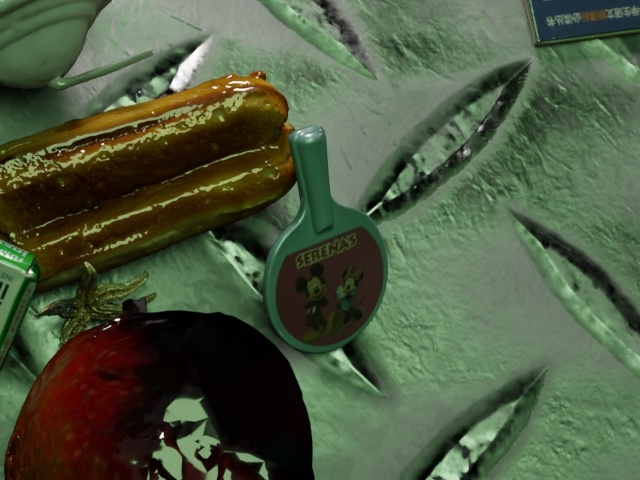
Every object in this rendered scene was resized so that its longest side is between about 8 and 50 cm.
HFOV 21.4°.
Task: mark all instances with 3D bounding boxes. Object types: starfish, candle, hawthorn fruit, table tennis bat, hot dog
[{"bbox_3d":[-0.241,0.076,1.703,0.133,0.041,0.130,13,112,-45],"label":"starfish"},{"bbox_3d":[-0.337,-0.287,1.697,0.221,0.221,0.342,-24,83,-18],"label":"candle"},{"bbox_3d":[-0.141,0.209,1.566,0.316,0.316,0.316,3,74,-13],"label":"hawthorn fruit"},{"bbox_3d":[0.000,0.000,1.737,0.153,0.040,0.244,-20,114,-30],"label":"table tennis bat"},{"bbox_3d":[-0.191,-0.066,1.725,0.349,0.117,0.158,-21,108,-11],"label":"hot dog"}]

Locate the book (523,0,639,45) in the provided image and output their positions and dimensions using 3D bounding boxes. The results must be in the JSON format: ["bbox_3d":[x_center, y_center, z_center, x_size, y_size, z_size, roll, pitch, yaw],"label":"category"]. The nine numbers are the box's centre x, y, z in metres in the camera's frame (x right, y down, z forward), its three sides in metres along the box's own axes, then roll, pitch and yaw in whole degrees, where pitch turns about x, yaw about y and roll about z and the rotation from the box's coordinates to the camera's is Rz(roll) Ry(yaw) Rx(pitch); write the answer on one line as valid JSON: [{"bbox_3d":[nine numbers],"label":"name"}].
[{"bbox_3d":[0.319,-0.391,1.988,0.228,0.018,0.322,-9,77,-15],"label":"book"}]

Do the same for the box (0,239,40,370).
[{"bbox_3d":[-0.386,0.095,1.607,0.180,0.103,0.250,22,93,-6],"label":"box"}]
